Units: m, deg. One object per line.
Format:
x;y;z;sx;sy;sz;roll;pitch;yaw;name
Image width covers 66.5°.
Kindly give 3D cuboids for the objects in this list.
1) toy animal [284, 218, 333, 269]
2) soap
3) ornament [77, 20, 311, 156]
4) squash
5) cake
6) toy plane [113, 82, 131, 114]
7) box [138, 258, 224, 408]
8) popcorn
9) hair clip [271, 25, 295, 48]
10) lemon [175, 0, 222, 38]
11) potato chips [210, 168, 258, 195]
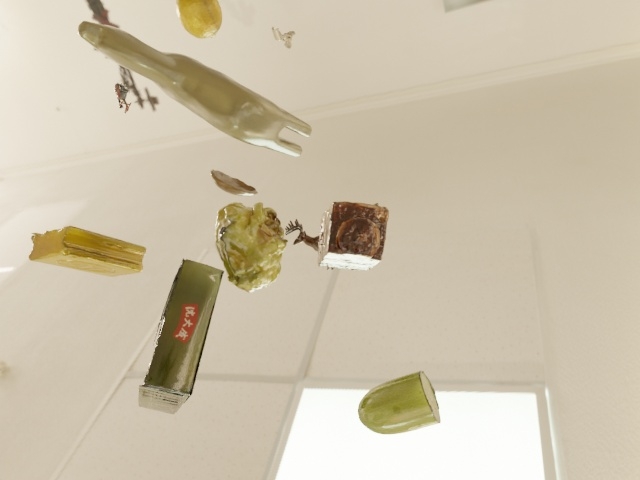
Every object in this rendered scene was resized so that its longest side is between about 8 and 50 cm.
0.003;-0.003;2.006;0.243;0.260;0.087;-27;-175;15;toy animal
-0.785;0.044;1.665;0.204;0.324;0.096;-10;-108;29;soap
-0.154;-0.194;0.620;0.230;0.061;0.244;34;-168;21;ornament
0.163;0.364;1.078;0.186;0.123;0.123;-22;-149;21;squash
0.099;-0.022;1.541;0.195;0.293;0.199;9;-102;-4;cake
-0.750;-0.545;1.844;0.060;0.037;0.145;-41;-113;29;toy plane
-0.433;0.306;1.492;0.138;0.420;0.374;18;-120;-13;box
-0.223;0.014;1.532;0.251;0.287;0.215;-19;-171;38;popcorn
-0.155;-0.820;1.976;0.034;0.072;0.226;19;-158;10;hair clip
-0.521;-0.986;2.098;0.188;0.257;0.189;-9;-128;12;lemon
-0.312;-0.195;1.748;0.150;0.049;0.201;38;-163;18;potato chips
